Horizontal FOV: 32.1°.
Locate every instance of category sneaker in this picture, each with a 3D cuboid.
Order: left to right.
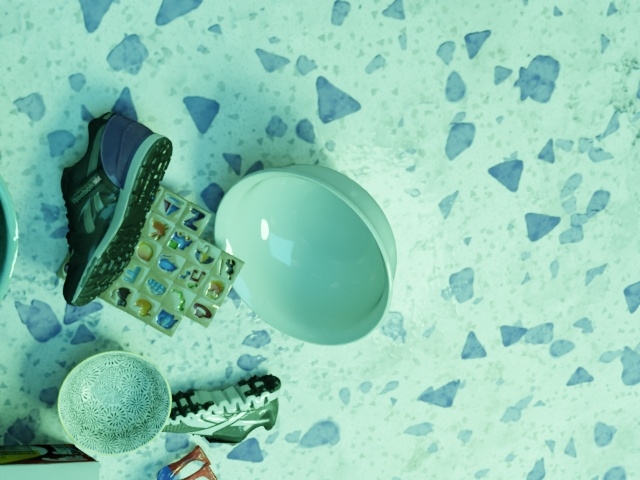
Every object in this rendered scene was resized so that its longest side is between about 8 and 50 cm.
[{"bbox_3d":[-0.321,-0.047,1.595,0.124,0.107,0.283,29,102,13],"label":"sneaker"},{"bbox_3d":[-0.171,0.292,1.790,0.234,0.078,0.106,-11,113,-15],"label":"sneaker"}]

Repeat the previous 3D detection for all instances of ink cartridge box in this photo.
[{"bbox_3d":[-0.469,0.368,1.584,0.271,0.309,0.130,2,84,-19],"label":"ink cartridge box"}]

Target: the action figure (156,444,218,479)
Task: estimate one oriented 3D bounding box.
[{"bbox_3d":[-0.284,0.470,1.822,0.280,0.091,0.139,-30,119,-6],"label":"action figure"}]

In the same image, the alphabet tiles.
[{"bbox_3d":[-0.243,0.025,1.653,0.237,0.009,0.198,29,101,-8],"label":"alphabet tiles"}]

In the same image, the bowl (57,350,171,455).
[{"bbox_3d":[-0.317,0.238,1.713,0.170,0.080,0.170,-3,104,-11],"label":"bowl"}]

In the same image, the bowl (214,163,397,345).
[{"bbox_3d":[0.000,0.000,1.657,0.134,0.297,0.298,-46,130,-47],"label":"bowl"}]

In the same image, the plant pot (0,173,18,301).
[{"bbox_3d":[-0.556,-0.058,1.374,0.341,0.334,0.341,-6,113,-15],"label":"plant pot"}]
